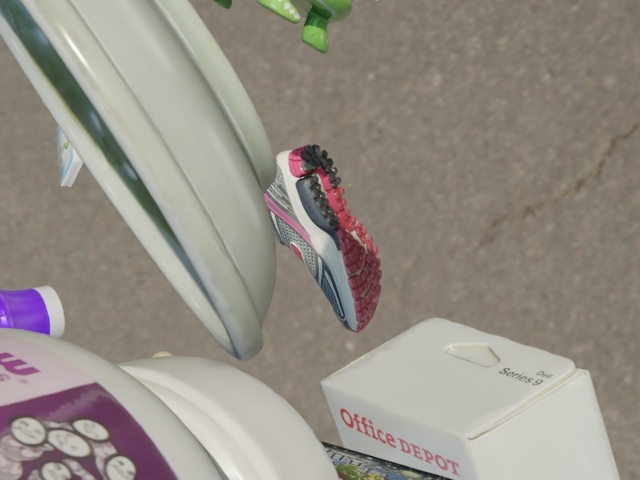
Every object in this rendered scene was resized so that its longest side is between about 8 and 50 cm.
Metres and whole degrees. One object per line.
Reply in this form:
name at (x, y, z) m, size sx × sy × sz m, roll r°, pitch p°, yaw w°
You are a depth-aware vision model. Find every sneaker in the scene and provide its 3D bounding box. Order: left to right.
sneaker at (0.000, 0.000, 2.120) m, size 0.112 × 0.121 × 0.299 m, roll -13°, pitch 113°, yaw 28°

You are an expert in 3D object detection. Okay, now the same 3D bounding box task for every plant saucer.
plant saucer at (-0.128, -0.103, 1.027) m, size 0.400 × 0.100 × 0.400 m, roll 54°, pitch 170°, yaw 14°

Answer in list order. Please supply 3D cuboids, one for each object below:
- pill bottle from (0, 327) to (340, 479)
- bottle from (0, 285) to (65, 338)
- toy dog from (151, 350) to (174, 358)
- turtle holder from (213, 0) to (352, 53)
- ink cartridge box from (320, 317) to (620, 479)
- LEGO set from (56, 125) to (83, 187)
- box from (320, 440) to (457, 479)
pill bottle at (-0.117, 0.110, 0.354) m, size 0.169 × 0.301 × 0.169 m, roll 4°, pitch 97°, yaw 31°
bottle at (-0.426, 0.111, 1.624) m, size 0.118 × 0.283 × 0.092 m, roll -1°, pitch 100°, yaw 56°
toy dog at (-0.274, 0.148, 1.326) m, size 0.220 × 0.334 × 0.161 m, roll 126°, pitch 134°, yaw -69°
turtle holder at (-0.062, -0.381, 1.649) m, size 0.243 × 0.320 × 0.227 m, roll 30°, pitch 90°, yaw 48°
ink cartridge box at (0.102, 0.166, 0.858) m, size 0.154 × 0.093 × 0.212 m, roll 14°, pitch 126°, yaw 57°
LEGO set at (-0.263, -0.205, 1.519) m, size 0.182 × 0.060 × 0.244 m, roll -53°, pitch 38°, yaw 47°
box at (0.038, 0.144, 0.657) m, size 0.233 × 0.159 × 0.044 m, roll 15°, pitch 99°, yaw 10°
